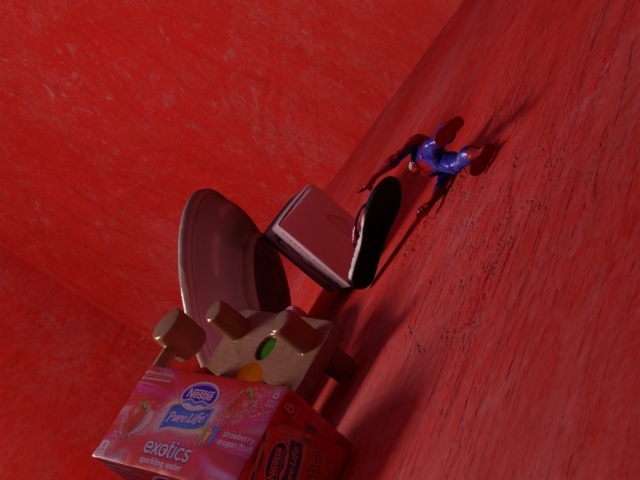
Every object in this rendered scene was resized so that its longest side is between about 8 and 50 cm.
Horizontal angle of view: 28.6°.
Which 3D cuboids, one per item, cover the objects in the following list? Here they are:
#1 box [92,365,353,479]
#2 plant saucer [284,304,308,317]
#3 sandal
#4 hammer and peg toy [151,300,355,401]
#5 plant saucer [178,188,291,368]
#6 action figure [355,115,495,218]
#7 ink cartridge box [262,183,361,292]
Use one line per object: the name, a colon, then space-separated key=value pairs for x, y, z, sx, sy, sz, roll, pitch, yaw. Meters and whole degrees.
box: x=-0.109 y=0.227 z=1.356 sx=0.256 sy=0.122 sz=0.128 roll=2 pitch=54 yaw=48
plant saucer: x=-0.098 y=0.257 z=1.907 sx=0.332 sy=0.084 sz=0.332 roll=-57 pitch=4 yaw=7
sandal: x=0.070 y=-0.014 z=1.856 sx=0.067 sy=0.040 sz=0.179 roll=-1 pitch=-65 yaw=-43
hammer and peg toy: x=-0.131 y=0.211 z=1.665 sx=0.361 sy=0.127 sz=0.266 roll=1 pitch=56 yaw=58
plant saucer: x=-0.127 y=0.098 z=2.190 sx=0.100 sy=0.401 sz=0.400 roll=-11 pitch=20 yaw=13
action figure: x=0.137 y=-0.088 z=1.704 sx=0.139 sy=0.091 sz=0.280 roll=-49 pitch=5 yaw=-3
ink cartridge box: x=0.000 y=0.000 z=2.075 sx=0.093 sy=0.160 sz=0.219 roll=-51 pitch=3 yaw=-9
